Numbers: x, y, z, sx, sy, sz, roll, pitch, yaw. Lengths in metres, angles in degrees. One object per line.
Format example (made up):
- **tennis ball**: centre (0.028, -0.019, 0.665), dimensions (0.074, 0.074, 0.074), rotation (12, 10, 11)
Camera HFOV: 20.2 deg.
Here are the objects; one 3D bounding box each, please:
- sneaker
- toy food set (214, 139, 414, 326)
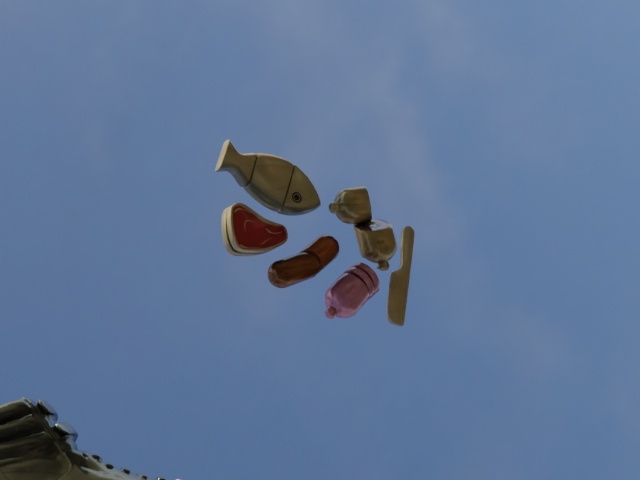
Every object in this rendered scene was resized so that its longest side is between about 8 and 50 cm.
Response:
- **sneaker**: centre (-0.183, 0.196, 1.480), dimensions (0.296, 0.104, 0.147), rotation (-2, -122, -25)
- **toy food set**: centre (0.000, 0.000, 0.912), dimensions (0.122, 0.019, 0.078), rotation (19, -114, -28)
